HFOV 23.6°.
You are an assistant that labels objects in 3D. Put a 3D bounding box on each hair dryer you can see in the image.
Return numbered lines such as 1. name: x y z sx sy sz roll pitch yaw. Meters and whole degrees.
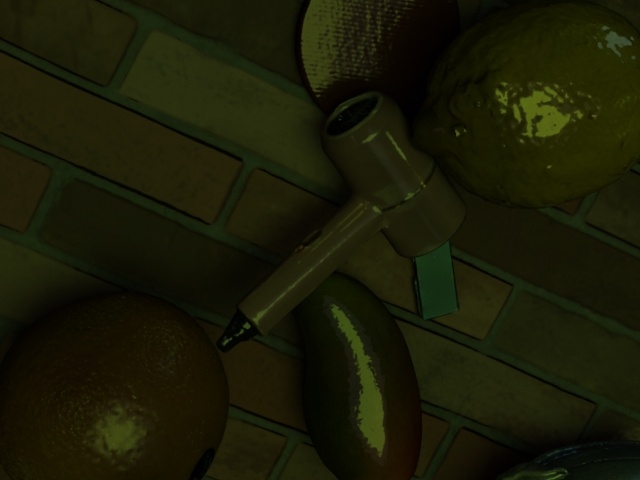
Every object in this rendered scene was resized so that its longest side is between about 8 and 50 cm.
1. hair dryer: 0.000 0.000 1.782 0.344 0.106 0.189 -44 117 -14

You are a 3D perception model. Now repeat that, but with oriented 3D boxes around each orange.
1. orange: -0.239 0.190 1.747 0.274 0.274 0.274 -5 108 -14

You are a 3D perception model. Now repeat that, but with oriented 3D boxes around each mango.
1. mango: 0.047 0.173 1.890 0.146 0.129 0.289 -5 102 8

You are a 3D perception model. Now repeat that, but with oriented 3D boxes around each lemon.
1. lemon: 0.253 -0.159 1.776 0.319 0.245 0.245 -17 111 -18

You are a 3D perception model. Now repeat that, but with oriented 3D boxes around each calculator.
1. calculator: 0.138 0.017 1.926 0.057 0.018 0.172 -14 110 -10

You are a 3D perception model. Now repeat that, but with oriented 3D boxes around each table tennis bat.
1. table tennis bat: 0.077 -0.279 1.805 0.200 0.038 0.310 6 106 -17

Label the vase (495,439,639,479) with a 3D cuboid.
1. vase: 0.253 0.417 1.972 0.445 0.250 0.250 -15 111 -4
